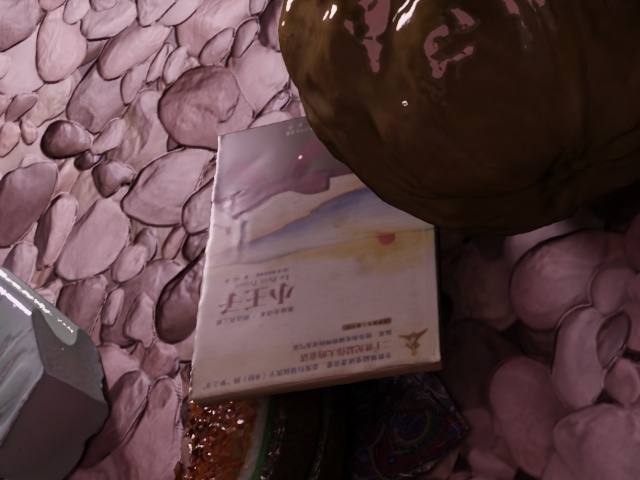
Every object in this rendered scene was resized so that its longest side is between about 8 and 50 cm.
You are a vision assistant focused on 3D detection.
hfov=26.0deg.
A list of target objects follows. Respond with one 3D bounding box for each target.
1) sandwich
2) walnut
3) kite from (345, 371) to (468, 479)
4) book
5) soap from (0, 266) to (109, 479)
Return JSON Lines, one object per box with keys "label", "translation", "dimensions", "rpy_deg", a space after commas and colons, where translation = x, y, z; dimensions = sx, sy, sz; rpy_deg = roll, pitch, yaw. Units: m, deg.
{"label": "sandwich", "translation": [-0.051, 0.132, 1.112], "dimensions": [0.159, 0.079, 0.235], "rpy_deg": [-4, 62, 37]}
{"label": "walnut", "translation": [0.125, -0.144, 1.013], "dimensions": [0.282, 0.253, 0.277], "rpy_deg": [-41, 52, 13]}
{"label": "kite", "translation": [-0.011, 0.203, 1.110], "dimensions": [0.285, 0.015, 0.152], "rpy_deg": [-49, 48, 3]}
{"label": "book", "translation": [0.000, 0.000, 1.114], "dimensions": [0.201, 0.026, 0.289], "rpy_deg": [-10, 47, 13]}
{"label": "soap", "translation": [-0.300, 0.120, 1.296], "dimensions": [0.230, 0.091, 0.145], "rpy_deg": [31, 89, 40]}
